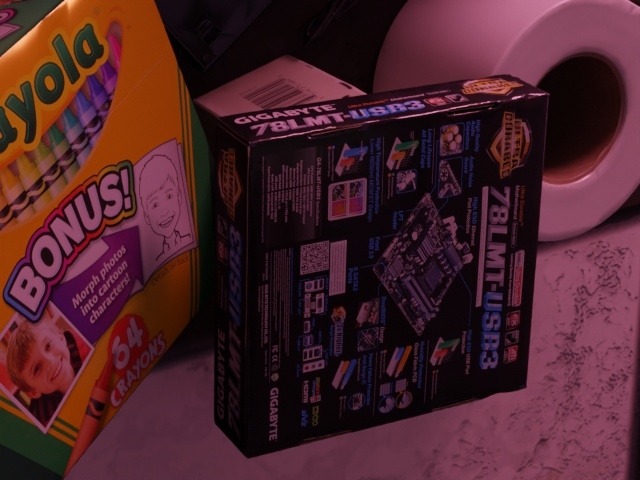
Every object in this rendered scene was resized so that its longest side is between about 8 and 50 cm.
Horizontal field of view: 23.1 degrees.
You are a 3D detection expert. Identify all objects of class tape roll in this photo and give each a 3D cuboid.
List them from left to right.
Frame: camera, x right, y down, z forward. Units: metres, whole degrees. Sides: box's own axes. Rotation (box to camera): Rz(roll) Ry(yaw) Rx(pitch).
[{"bbox_3d":[0.195,-0.140,1.527,0.246,0.169,0.246,-14,117,-30],"label":"tape roll"}]

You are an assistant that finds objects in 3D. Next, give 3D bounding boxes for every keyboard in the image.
[{"bbox_3d":[-0.017,-0.279,1.408,0.317,0.033,0.201,-47,122,-7],"label":"keyboard"}]

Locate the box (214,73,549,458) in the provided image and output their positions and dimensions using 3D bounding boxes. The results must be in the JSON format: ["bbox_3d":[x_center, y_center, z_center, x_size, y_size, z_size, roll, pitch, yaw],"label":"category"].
[{"bbox_3d":[0.053,0.019,1.356,0.293,0.073,0.295,-12,118,-27],"label":"box"}]

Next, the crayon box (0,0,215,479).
[{"bbox_3d":[-0.227,-0.011,1.236,0.363,0.106,0.313,-53,137,-41],"label":"crayon box"}]

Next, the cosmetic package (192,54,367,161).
[{"bbox_3d":[0.000,0.000,1.461,0.113,0.160,0.309,-28,122,-21],"label":"cosmetic package"}]
